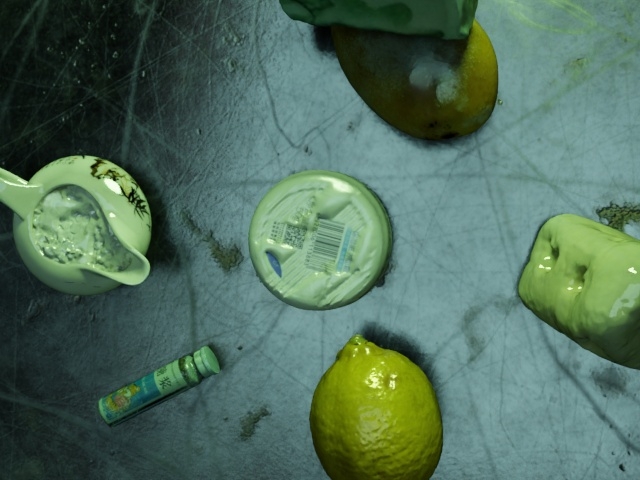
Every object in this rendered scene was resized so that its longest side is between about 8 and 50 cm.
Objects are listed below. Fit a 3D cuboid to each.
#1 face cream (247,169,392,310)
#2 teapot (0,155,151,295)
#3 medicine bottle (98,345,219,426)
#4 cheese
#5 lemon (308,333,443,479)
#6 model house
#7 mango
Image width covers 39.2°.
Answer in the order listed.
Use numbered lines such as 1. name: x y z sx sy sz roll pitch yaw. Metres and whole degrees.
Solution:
1. face cream: 0.000 0.000 1.307 0.206 0.111 0.205 0 92 10
2. teapot: -0.378 -0.028 1.343 0.300 0.166 0.208 26 107 -3
3. medicine bottle: -0.248 0.224 1.376 0.191 0.051 0.051 -27 87 7
4. cheese: 0.423 0.085 1.199 0.248 0.251 0.173 20 95 -8
5. lemon: 0.078 0.258 1.261 0.188 0.188 0.256 -8 96 8
6. model house: 0.102 -0.454 1.205 0.267 0.194 0.324 11 55 20
7. mango: 0.123 -0.275 1.268 0.193 0.146 0.316 -35 75 -2
